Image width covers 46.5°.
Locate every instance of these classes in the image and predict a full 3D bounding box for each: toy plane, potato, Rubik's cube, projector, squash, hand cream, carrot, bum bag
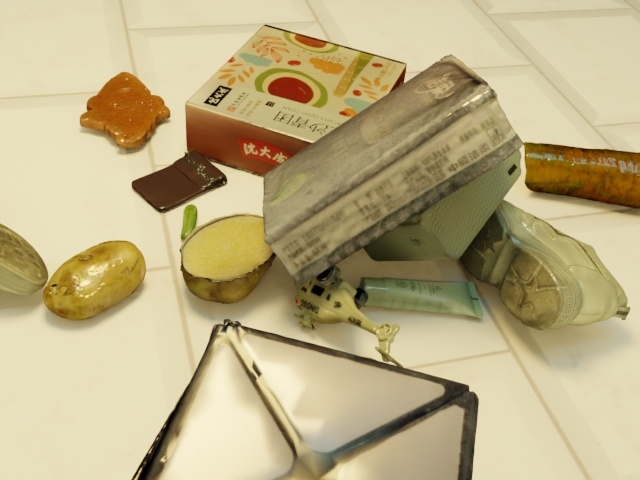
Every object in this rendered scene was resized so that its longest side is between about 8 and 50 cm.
[{"bbox_3d":[0.033,0.107,1.131,0.108,0.092,0.286,-54,35,-10],"label":"toy plane"},{"bbox_3d":[-0.353,0.060,1.170,0.170,0.080,0.107,-28,65,-34],"label":"potato"},{"bbox_3d":[-0.028,0.312,0.780,0.310,0.305,0.307,16,45,6],"label":"Rubik's cube"},{"bbox_3d":[-0.142,0.036,1.227,0.164,0.081,0.200,12,39,18],"label":"potato"},{"bbox_3d":[0.196,-0.078,1.269,0.250,0.108,0.198,-50,23,-24],"label":"projector"},{"bbox_3d":[-0.234,-0.033,1.329,0.027,0.027,0.089,2,44,-6],"label":"squash"},{"bbox_3d":[0.165,0.090,1.233,0.204,0.050,0.078,5,42,-9],"label":"hand cream"},{"bbox_3d":[0.550,-0.130,1.486,0.301,0.114,0.114,7,42,5],"label":"carrot"},{"bbox_3d":[-0.268,-0.115,1.413,0.159,0.026,0.109,-31,55,-34],"label":"bum bag"}]

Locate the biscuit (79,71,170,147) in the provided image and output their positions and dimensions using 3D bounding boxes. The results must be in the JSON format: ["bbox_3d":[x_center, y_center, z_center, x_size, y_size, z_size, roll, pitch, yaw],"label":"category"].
[{"bbox_3d":[-0.409,-0.274,1.558,0.183,0.043,0.280,-3,38,-16],"label":"biscuit"}]

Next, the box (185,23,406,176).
[{"bbox_3d":[-0.039,-0.282,1.557,0.344,0.122,0.385,18,43,12],"label":"box"}]

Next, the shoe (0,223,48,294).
[{"bbox_3d":[-0.588,0.022,1.148,0.316,0.159,0.124,36,12,-1],"label":"shoe"}]

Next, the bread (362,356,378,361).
[{"bbox_3d":[0.031,0.225,1.035,0.173,0.085,0.134,-13,45,-21],"label":"bread"}]

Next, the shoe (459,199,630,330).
[{"bbox_3d":[0.375,0.035,1.275,0.210,0.132,0.342,8,28,-26],"label":"shoe"}]

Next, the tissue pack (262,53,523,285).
[{"bbox_3d":[0.096,-0.122,1.187,0.394,0.124,0.288,-31,23,11],"label":"tissue pack"}]
